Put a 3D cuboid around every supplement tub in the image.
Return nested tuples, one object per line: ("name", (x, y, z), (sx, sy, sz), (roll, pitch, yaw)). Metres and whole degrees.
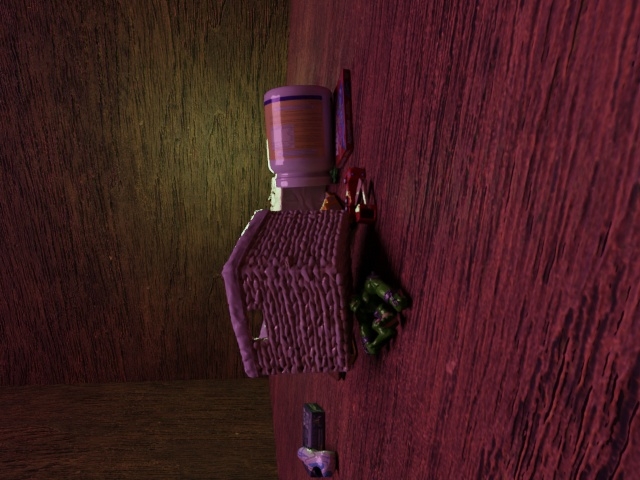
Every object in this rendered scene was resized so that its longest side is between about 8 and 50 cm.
("supplement tub", (-0.069, -0.357, 1.584), (0.241, 0.241, 0.330), (-146, 53, -77))

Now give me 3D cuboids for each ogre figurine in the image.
("ogre figurine", (0.120, 0.155, 0.981), (0.197, 0.097, 0.118), (81, 163, -51))

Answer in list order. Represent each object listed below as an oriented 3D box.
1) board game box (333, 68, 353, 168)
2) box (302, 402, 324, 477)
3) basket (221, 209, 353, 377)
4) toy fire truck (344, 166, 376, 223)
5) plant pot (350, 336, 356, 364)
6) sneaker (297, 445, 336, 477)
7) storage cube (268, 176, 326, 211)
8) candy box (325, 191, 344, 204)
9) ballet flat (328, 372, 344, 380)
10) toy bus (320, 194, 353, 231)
("board game box", (0.072, -0.393, 1.465), (0.145, 0.027, 0.280), (123, 146, -72))
("box", (-0.029, 0.767, 1.746), (0.183, 0.059, 0.232), (136, 135, -75))
("basket", (-0.055, 0.121, 1.149), (0.331, 0.267, 0.327), (-79, -15, -61))
("toy fire truck", (0.104, -0.121, 1.203), (0.135, 0.047, 0.191), (122, 149, -68))
("plant pot", (0.058, 0.325, 1.313), (0.081, 0.081, 0.083), (-100, 5, -45))
("sneaker", (-0.021, 0.758, 1.540), (0.237, 0.085, 0.086), (-36, 34, 59))
("storage cube", (-0.092, -0.160, 1.816), (0.193, 0.215, 0.183), (-152, 64, -71))
("candy box", (0.045, -0.101, 1.558), (0.206, 0.027, 0.105), (-123, 36, -70))
("ballet flat", (0.002, 0.287, 1.478), (0.116, 0.124, 0.341), (114, 155, -64))
("toy bus", (0.000, 0.000, 1.435), (0.108, 0.130, 0.332), (61, 157, 24))
